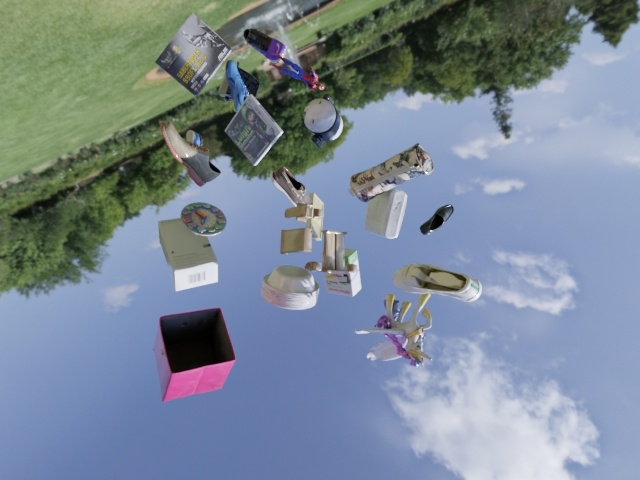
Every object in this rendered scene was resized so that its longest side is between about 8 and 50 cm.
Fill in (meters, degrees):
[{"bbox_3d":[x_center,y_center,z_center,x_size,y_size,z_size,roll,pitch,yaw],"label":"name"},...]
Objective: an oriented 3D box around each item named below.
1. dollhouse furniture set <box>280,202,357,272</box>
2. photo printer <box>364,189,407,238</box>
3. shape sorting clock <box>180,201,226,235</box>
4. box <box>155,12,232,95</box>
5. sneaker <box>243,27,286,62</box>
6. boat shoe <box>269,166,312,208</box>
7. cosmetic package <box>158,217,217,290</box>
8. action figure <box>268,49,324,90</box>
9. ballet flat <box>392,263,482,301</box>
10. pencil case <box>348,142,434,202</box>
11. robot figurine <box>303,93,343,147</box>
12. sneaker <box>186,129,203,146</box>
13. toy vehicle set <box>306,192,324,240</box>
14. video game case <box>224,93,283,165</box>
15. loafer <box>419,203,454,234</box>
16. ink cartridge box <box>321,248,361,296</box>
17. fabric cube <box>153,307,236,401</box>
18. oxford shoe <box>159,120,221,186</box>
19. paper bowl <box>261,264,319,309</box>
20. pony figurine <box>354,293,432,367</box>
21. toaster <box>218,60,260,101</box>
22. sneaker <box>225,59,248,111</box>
[{"bbox_3d":[0.000,0.000,1.941,0.355,0.303,0.173,7,172,-43],"label":"dollhouse furniture set"},{"bbox_3d":[0.342,-0.153,2.220,0.107,0.256,0.307,11,-176,-17],"label":"photo printer"},{"bbox_3d":[-0.528,-0.101,1.852,0.206,0.206,0.040,-49,170,-44],"label":"shape sorting clock"},{"bbox_3d":[-0.477,-0.699,1.547,0.231,0.183,0.056,-50,-161,3],"label":"box"},{"bbox_3d":[-0.299,-1.000,2.067,0.293,0.146,0.102,41,-73,37],"label":"sneaker"},{"bbox_3d":[-0.144,-0.290,2.312,0.096,0.324,0.117,-28,-144,27],"label":"boat shoe"},{"bbox_3d":[-0.672,0.053,2.057,0.217,0.156,0.385,-13,-134,-28],"label":"cosmetic package"},{"bbox_3d":[-0.093,-0.785,1.915,0.091,0.280,0.139,-63,-156,9],"label":"action figure"},{"bbox_3d":[0.451,0.153,1.669,0.400,0.139,0.139,9,-141,44],"label":"ballet flat"},{"bbox_3d":[0.339,-0.325,2.016,0.410,0.160,0.183,-22,177,34],"label":"pencil case"},{"bbox_3d":[0.014,-0.606,2.071,0.173,0.209,0.278,-24,171,13],"label":"robot figurine"},{"bbox_3d":[-0.589,-0.431,1.913,0.058,0.152,0.084,2,180,24],"label":"sneaker"},{"bbox_3d":[-0.033,-0.150,2.611,0.035,0.166,0.267,-6,-114,23],"label":"toy vehicle set"},{"bbox_3d":[-0.243,-0.392,1.465,0.190,0.173,0.022,-40,-179,40],"label":"video game case"},{"bbox_3d":[0.576,-0.102,1.973,0.223,0.076,0.078,-38,-171,-21],"label":"loafer"},{"bbox_3d":[0.131,0.194,2.555,0.201,0.278,0.117,6,-154,32],"label":"ink cartridge box"},{"bbox_3d":[-0.528,0.466,1.677,0.259,0.258,0.254,-3,-129,-33],"label":"fabric cube"},{"bbox_3d":[-0.549,-0.383,1.737,0.130,0.348,0.123,-25,-125,3],"label":"oxford shoe"},{"bbox_3d":[-0.145,0.220,2.021,0.284,0.148,0.284,11,-166,-3],"label":"paper bowl"},{"bbox_3d":[0.376,0.437,1.987,0.351,0.303,0.363,-6,-132,27],"label":"pony figurine"},{"bbox_3d":[-0.413,-0.782,2.087,0.110,0.168,0.186,14,-95,44],"label":"toaster"},{"bbox_3d":[-0.337,-0.644,1.705,0.082,0.209,0.069,2,-157,23],"label":"sneaker"}]
